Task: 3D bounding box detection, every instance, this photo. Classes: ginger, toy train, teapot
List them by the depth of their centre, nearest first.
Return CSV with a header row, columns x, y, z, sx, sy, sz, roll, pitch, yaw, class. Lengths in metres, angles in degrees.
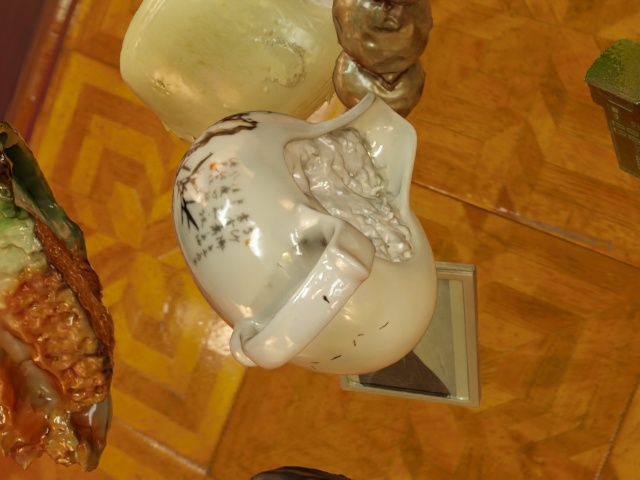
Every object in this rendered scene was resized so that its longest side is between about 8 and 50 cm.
x,y,z,sx,sy,sz,roll,pitch,yaw,class
0.000,0.000,0.700,0.166,0.299,0.208,-37,106,14,teapot
0.050,-0.175,0.806,0.080,0.204,0.104,-6,55,-7,ginger
0.391,-0.124,1.169,0.090,0.225,0.137,-47,51,-10,toy train

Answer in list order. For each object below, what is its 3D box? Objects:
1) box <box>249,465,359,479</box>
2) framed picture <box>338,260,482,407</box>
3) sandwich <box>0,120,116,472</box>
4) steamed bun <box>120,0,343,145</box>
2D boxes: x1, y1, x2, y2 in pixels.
x,y,z,sx,sy,sz,roll,pitch,yaw,class
0.047,0.278,0.499,0.073,0.290,0.289,-3,63,59,box
0.080,0.090,0.994,0.150,0.203,0.015,5,47,15,framed picture
-0.200,0.029,0.631,0.109,0.292,0.212,-24,112,-8,sandwich
-0.094,-0.216,1.166,0.232,0.166,0.273,47,119,-6,steamed bun
